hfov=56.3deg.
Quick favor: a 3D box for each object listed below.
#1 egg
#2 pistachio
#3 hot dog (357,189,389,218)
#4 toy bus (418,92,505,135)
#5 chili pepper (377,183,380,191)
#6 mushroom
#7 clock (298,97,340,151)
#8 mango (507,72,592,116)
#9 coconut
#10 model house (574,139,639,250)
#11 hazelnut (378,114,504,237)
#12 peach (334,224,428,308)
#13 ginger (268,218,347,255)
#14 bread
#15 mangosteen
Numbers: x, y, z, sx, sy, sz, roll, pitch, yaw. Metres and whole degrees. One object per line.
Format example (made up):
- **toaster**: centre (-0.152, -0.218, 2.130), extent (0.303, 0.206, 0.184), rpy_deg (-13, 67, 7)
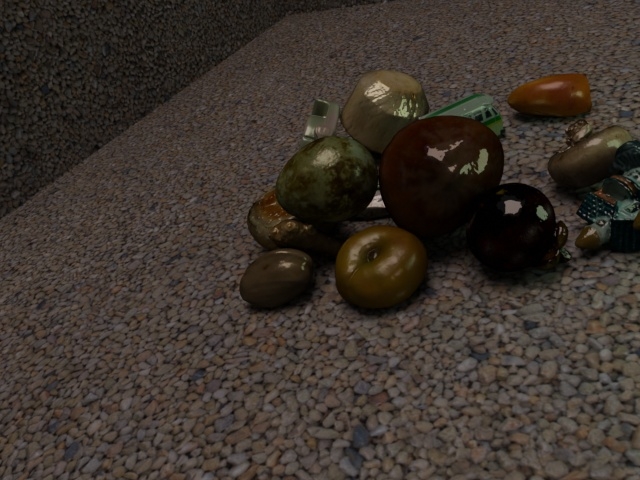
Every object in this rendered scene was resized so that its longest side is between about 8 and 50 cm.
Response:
- **egg**: centre (0.017, -0.159, 1.647), extent (0.289, 0.238, 0.238), rpy_deg (-24, 33, 6)
- **pistachio**: centre (-0.124, 0.103, 1.656), extent (0.238, 0.153, 0.138), rpy_deg (-32, 16, 27)
- **hot dog**: centre (0.162, -0.113, 1.876), extent (0.192, 0.053, 0.099), rpy_deg (-7, 51, 19)
- **toy bus**: centre (0.469, -0.385, 2.012), extent (0.276, 0.164, 0.133), rpy_deg (-27, 35, -9)
- **chili pepper**: centre (0.043, -0.149, 1.991), extent (0.359, 0.076, 0.085), rpy_deg (-9, 14, 17)
- **mushroom**: centre (0.730, -0.241, 1.637), extent (0.226, 0.178, 0.226), rpy_deg (-31, -9, -6)
- **clock**: centre (-0.018, -0.319, 2.076), extent (0.109, 0.265, 0.324), rpy_deg (16, 39, -3)
- **mango**: centre (0.771, -0.491, 2.033), extent (0.257, 0.138, 0.187), rpy_deg (-5, 24, 11)
- **coconut**: centre (0.219, -0.436, 2.127), extent (0.329, 0.329, 0.329), rpy_deg (-14, 34, 10)
- **model house**: centre (0.734, -0.075, 1.436), extent (0.291, 0.184, 0.253), rpy_deg (-34, 43, -7)
- **hazelnut**: centre (0.320, -0.176, 1.626), extent (0.366, 0.366, 0.366), rpy_deg (-14, 34, 10)
- **peach**: centre (0.153, 0.069, 1.559), extent (0.251, 0.153, 0.251), rpy_deg (-23, 40, 21)
- **ginger**: centre (0.000, 0.000, 1.680), extent (0.294, 0.131, 0.086), rpy_deg (13, 61, -13)
- **bread**: centre (-0.075, -0.073, 1.859), extent (0.305, 0.159, 0.305), rpy_deg (-12, 38, 9)
- **mangosteen**: centre (0.491, -0.019, 1.463), extent (0.265, 0.228, 0.228), rpy_deg (27, 48, 7)
